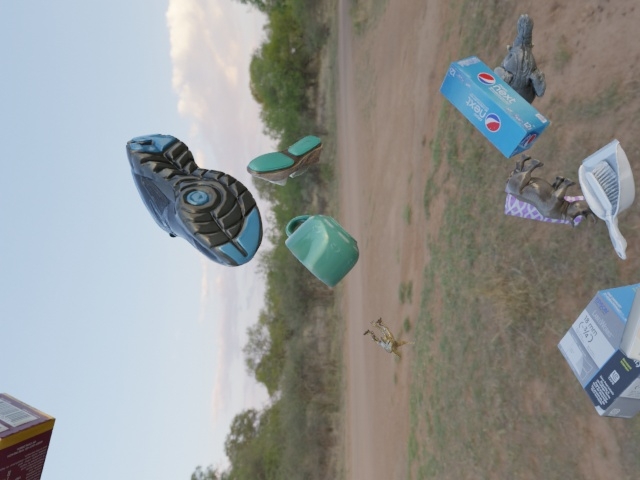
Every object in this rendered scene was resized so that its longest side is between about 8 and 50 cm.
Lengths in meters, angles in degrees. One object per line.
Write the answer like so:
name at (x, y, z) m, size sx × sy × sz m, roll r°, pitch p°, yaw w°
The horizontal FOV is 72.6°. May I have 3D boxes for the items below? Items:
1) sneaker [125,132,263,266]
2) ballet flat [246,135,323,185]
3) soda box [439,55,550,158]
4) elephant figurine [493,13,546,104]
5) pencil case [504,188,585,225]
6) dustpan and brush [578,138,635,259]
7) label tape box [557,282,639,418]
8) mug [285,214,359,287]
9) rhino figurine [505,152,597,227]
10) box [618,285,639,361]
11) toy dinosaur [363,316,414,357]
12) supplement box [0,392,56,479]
sneaker at (-0.213, -0.055, 0.748) m, size 0.341 × 0.125 × 0.139 m, roll 43°, pitch 140°, yaw 32°
ballet flat at (-0.106, -0.239, 1.407) m, size 0.316 × 0.108 × 0.106 m, roll -31°, pitch -35°, yaw -36°
soda box at (0.332, -0.263, 0.849) m, size 0.210 × 0.067 × 0.071 m, roll 56°, pitch 156°, yaw 23°
elephant figurine at (0.533, -0.448, 1.188) m, size 0.186 × 0.169 × 0.239 m, roll 52°, pitch -168°, yaw 9°
pencil case at (0.619, -0.100, 1.206) m, size 0.086 × 0.206 × 0.088 m, roll 72°, pitch -146°, yaw -58°
dustpan and brush at (0.558, -0.070, 0.840) m, size 0.147 × 0.060 × 0.211 m, roll 44°, pitch -157°, yaw -80°
label tape box at (0.790, 0.254, 1.122) m, size 0.240 × 0.106 × 0.333 m, roll -92°, pitch 14°, yaw -55°
mug at (0.002, 0.003, 0.842) m, size 0.097 × 0.158 × 0.129 m, roll -46°, pitch -3°, yaw 4°
rhino figurine at (0.583, -0.113, 1.098) m, size 0.106 × 0.243 × 0.073 m, roll -58°, pitch -9°, yaw 19°
box at (0.745, 0.197, 0.790) m, size 0.121 × 0.311 × 0.147 m, roll 7°, pitch -82°, yaw -63°
toy dinosaur at (0.145, 0.219, 0.954) m, size 0.053 × 0.092 × 0.183 m, roll -49°, pitch -23°, yaw 9°
supplement box at (-0.226, 0.156, 0.296) m, size 0.043 × 0.055 × 0.083 m, roll 10°, pitch -86°, yaw -73°
